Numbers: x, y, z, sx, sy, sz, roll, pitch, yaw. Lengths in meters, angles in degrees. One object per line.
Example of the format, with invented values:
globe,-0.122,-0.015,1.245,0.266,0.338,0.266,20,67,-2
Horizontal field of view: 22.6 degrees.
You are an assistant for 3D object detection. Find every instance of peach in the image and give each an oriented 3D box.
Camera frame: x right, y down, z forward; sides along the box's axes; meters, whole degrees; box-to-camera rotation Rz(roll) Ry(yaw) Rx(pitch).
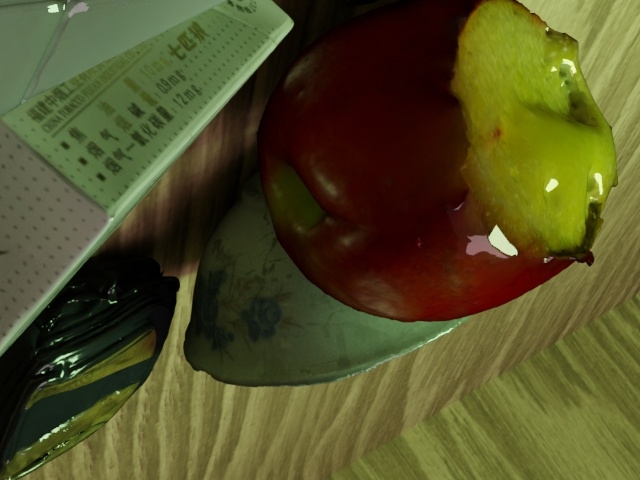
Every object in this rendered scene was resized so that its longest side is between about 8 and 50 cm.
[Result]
peach,0.119,-0.074,1.313,0.338,0.281,0.281,-16,156,-23

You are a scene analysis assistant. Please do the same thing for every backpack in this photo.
backpack,-0.226,0.101,1.473,0.258,0.133,0.206,-23,151,-49

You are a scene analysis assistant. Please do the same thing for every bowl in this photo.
bowl,0.000,0.000,1.501,0.313,0.146,0.313,-15,-157,6

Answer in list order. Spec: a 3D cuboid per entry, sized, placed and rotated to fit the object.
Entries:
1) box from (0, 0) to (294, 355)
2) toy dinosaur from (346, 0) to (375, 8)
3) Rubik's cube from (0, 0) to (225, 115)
box,-0.156,-0.048,1.035,0.210,0.095,0.330,-45,-175,31
toy dinosaur,0.043,-0.211,1.268,0.286,0.070,0.139,-24,-178,-25
Rubik's cube,-0.161,-0.199,0.633,0.231,0.224,0.221,-29,160,-12
